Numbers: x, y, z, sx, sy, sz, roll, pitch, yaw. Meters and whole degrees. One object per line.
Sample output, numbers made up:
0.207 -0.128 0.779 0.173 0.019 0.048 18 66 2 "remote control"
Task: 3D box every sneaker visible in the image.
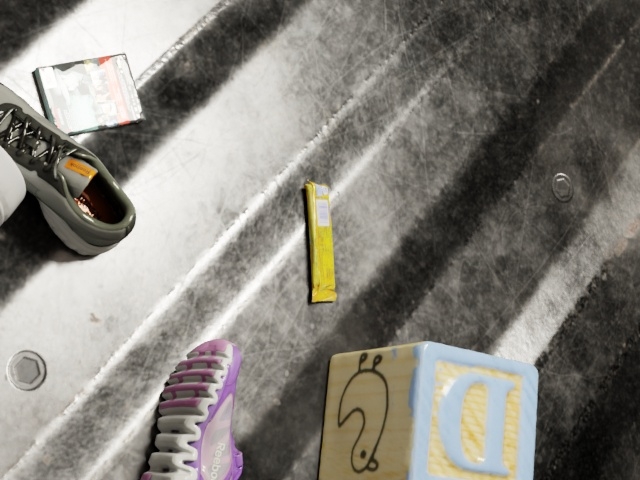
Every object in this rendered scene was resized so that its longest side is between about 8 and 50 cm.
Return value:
-0.309 -0.095 1.445 0.271 0.108 0.100 42 62 -19 "sneaker"
-0.134 0.234 1.514 0.104 0.095 0.236 27 71 -35 "sneaker"

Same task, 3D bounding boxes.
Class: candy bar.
0.000 0.000 1.690 0.040 0.018 0.161 3 79 -37 "candy bar"

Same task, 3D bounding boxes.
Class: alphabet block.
0.134 0.239 1.625 0.193 0.197 0.192 17 71 -31 "alphabet block"

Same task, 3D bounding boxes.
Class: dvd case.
-0.273 -0.173 1.542 0.119 0.013 0.087 -17 90 -37 "dvd case"

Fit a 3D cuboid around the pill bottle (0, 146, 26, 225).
-0.446 0.031 1.276 0.188 0.188 0.334 45 59 -19 "pill bottle"
